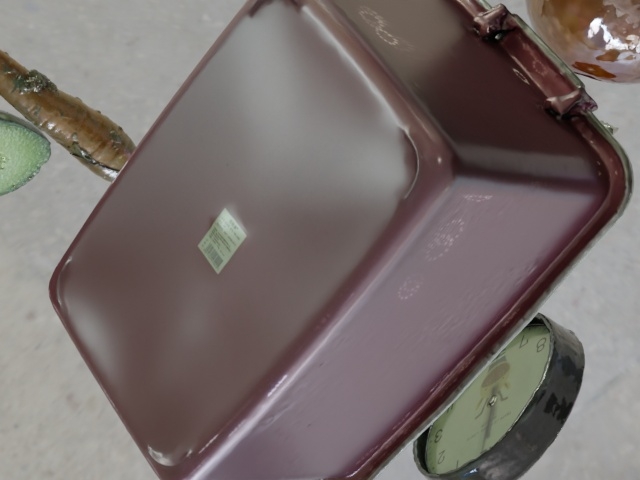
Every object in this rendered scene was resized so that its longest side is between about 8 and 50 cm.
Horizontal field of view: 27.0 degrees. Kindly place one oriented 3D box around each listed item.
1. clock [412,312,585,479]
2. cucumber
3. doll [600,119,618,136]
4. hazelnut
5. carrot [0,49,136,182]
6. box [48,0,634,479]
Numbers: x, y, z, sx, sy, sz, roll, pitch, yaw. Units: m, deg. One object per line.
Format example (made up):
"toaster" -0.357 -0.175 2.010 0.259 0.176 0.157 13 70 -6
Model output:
"clock" 0.151 0.142 1.161 0.040 0.184 0.184 37 97 -15
"cucumber" -0.357 -0.084 1.250 0.063 0.244 0.115 41 111 26
"doll" 0.186 -0.082 1.291 0.149 0.095 0.192 31 124 6
"hazelnut" 0.189 -0.163 0.770 0.154 0.143 0.143 -40 94 -10
"carrot" -0.250 -0.129 1.125 0.254 0.049 0.049 38 98 -28
"box" 0.000 0.000 0.723 0.294 0.167 0.193 -51 62 25
